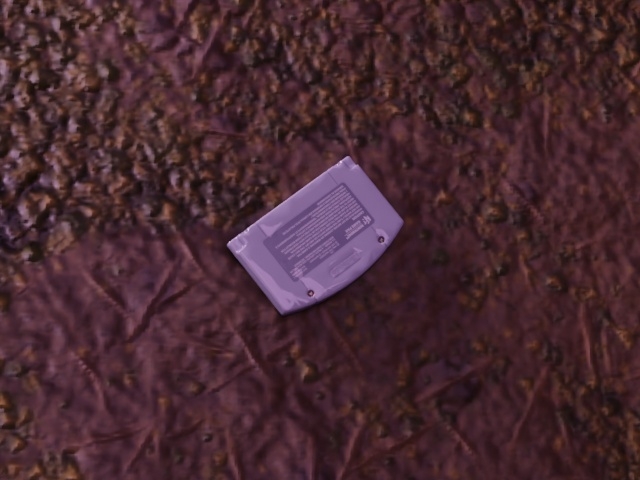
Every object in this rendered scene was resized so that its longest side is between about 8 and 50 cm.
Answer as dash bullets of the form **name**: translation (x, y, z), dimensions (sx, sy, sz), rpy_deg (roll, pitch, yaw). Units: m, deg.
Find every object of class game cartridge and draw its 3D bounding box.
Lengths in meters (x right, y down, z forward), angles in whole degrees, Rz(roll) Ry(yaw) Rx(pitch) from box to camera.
- **game cartridge**: translation (0.000, 0.000, 0.685), dimensions (0.083, 0.017, 0.056), rpy_deg (-36, 81, -20)
